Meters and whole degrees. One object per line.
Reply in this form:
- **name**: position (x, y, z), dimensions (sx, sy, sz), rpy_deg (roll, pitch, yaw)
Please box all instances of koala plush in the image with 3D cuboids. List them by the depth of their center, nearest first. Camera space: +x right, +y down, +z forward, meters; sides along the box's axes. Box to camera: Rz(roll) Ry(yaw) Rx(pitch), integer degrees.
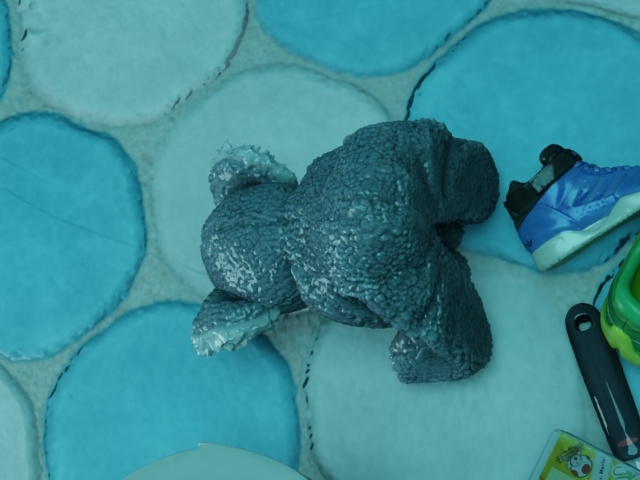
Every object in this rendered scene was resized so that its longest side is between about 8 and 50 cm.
- **koala plush**: position (0.000, 0.000, 0.998), dimensions (0.221, 0.203, 0.196), rpy_deg (-3, 74, 28)

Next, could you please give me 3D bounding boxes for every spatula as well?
- **spatula**: position (0.237, 0.180, 0.951), dimensions (0.084, 0.030, 0.297), rpy_deg (-22, 70, 13)

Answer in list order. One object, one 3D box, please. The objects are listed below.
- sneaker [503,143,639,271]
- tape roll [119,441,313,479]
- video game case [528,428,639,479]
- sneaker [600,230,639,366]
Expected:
- **sneaker**: position (0.213, -0.049, 1.005), dimensions (0.152, 0.058, 0.085), rpy_deg (-33, 77, 12)
- **tape roll**: position (-0.052, 0.282, 0.919), dimensions (0.246, 0.169, 0.246), rpy_deg (-8, 65, 18)
- **video game case**: position (0.205, 0.278, 0.911), dimensions (0.206, 0.026, 0.227), rpy_deg (26, 91, 29)
- **sneaker**: position (0.317, -0.027, 0.934), dimensions (0.109, 0.123, 0.295), rpy_deg (41, 89, 22)
